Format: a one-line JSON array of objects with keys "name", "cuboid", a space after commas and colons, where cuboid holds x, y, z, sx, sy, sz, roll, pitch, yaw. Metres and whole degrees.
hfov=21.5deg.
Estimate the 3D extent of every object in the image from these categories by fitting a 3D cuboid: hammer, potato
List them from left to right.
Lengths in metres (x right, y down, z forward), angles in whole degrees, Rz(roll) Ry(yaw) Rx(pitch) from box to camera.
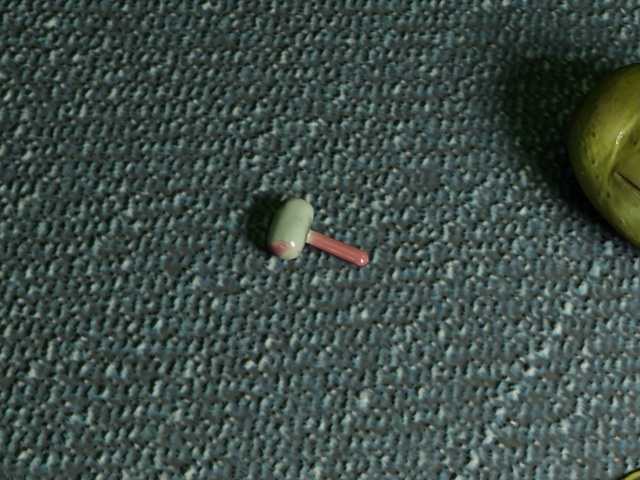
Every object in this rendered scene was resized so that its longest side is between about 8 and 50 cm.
[{"name": "hammer", "cuboid": [0.000, 0.000, 1.338, 0.083, 0.031, 0.052, 22, 65, -5]}, {"name": "potato", "cuboid": [0.319, -0.054, 1.356, 0.248, 0.143, 0.169, 25, 51, 4]}]

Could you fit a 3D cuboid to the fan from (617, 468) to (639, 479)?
[{"name": "fan", "cuboid": [0.250, 0.273, 1.253, 0.335, 0.011, 0.229, 1, 63, -12]}]
